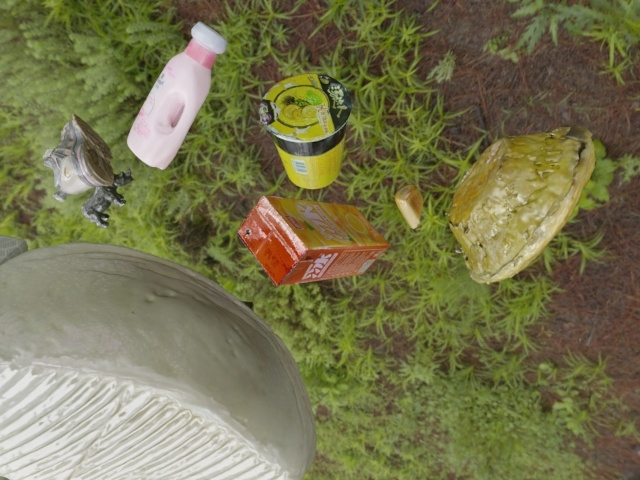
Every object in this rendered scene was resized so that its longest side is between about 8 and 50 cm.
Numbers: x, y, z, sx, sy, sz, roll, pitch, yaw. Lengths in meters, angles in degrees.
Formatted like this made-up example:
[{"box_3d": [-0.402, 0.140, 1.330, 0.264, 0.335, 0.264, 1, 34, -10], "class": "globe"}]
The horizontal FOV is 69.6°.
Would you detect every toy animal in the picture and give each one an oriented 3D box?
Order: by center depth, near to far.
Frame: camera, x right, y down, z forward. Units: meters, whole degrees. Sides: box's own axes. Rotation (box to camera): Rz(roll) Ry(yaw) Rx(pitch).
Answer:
[{"box_3d": [-0.437, -0.096, 0.954, 0.065, 0.136, 0.047, 39, 178, -44], "class": "toy animal"}]

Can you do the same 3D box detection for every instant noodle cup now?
[{"box_3d": [-0.027, -0.250, 1.136, 0.215, 0.216, 0.236, 24, 154, 17], "class": "instant noodle cup"}]

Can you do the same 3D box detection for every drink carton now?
[{"box_3d": [0.000, 0.000, 0.636, 0.071, 0.223, 0.096, -50, 65, 22], "class": "drink carton"}]

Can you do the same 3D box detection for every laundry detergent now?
[{"box_3d": [-0.330, -0.336, 1.068, 0.159, 0.088, 0.335, 44, 108, 26], "class": "laundry detergent"}]

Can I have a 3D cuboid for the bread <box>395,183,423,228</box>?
[{"box_3d": [0.214, -0.084, 1.088, 0.049, 0.062, 0.103, 26, 160, 48], "class": "bread"}]

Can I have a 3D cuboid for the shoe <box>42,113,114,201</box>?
[{"box_3d": [-0.430, -0.141, 0.814, 0.180, 0.092, 0.089, 59, -177, 36], "class": "shoe"}]

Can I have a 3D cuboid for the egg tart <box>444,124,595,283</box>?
[{"box_3d": [0.331, -0.079, 0.827, 0.132, 0.341, 0.341, 29, 144, -2], "class": "egg tart"}]

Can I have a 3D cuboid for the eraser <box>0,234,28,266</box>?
[{"box_3d": [-0.504, 0.119, 0.565, 0.096, 0.404, 0.098, 8, 116, -9], "class": "eraser"}]

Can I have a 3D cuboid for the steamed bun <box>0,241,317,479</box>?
[{"box_3d": [-0.193, 0.150, 0.538, 0.383, 0.236, 0.247, 31, 123, -24], "class": "steamed bun"}]

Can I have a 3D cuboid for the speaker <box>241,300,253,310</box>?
[{"box_3d": [-0.162, 0.200, 0.813, 0.044, 0.218, 0.082, 6, 120, 2], "class": "speaker"}]
